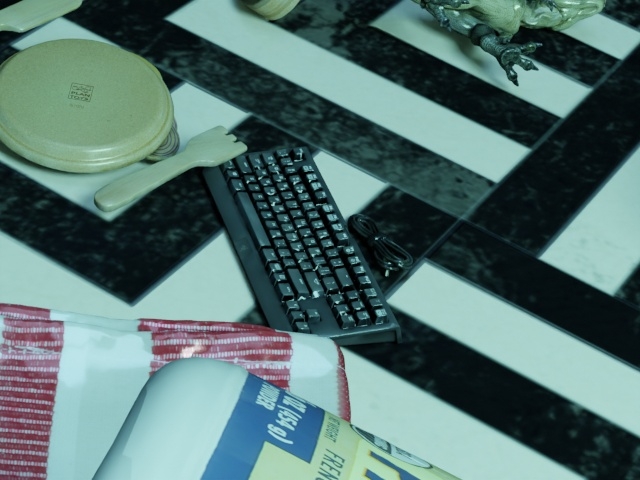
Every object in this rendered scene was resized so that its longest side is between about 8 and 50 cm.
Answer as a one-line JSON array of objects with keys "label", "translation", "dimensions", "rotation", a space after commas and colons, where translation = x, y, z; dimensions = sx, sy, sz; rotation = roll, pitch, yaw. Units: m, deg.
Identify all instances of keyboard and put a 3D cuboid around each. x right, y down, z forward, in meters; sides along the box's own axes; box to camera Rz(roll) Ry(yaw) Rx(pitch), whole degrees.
[{"label": "keyboard", "translation": [0.000, 0.000, 1.139], "dimensions": [0.108, 0.023, 0.180], "rotation": [-3, 41, -21]}]

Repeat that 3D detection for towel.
[{"label": "towel", "translation": [-0.139, 0.117, 0.934], "dimensions": [0.329, 0.037, 0.237], "rotation": [7, 38, -10]}]

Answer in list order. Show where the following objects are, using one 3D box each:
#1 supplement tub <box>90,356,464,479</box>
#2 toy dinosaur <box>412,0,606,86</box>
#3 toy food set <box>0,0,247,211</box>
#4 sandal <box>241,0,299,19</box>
[{"label": "supplement tub", "translation": [0.033, 0.207, 0.693], "dimensions": [0.316, 0.228, 0.228], "rotation": [27, 38, -1]}, {"label": "toy dinosaur", "translation": [0.101, -0.176, 1.346], "dimensions": [0.268, 0.064, 0.118], "rotation": [13, 24, -24]}, {"label": "toy food set", "translation": [-0.154, -0.085, 1.195], "dimensions": [0.132, 0.038, 0.192], "rotation": [-28, 59, -33]}, {"label": "sandal", "translation": [-0.023, -0.243, 1.423], "dimensions": [0.079, 0.088, 0.240], "rotation": [31, 35, -32]}]
